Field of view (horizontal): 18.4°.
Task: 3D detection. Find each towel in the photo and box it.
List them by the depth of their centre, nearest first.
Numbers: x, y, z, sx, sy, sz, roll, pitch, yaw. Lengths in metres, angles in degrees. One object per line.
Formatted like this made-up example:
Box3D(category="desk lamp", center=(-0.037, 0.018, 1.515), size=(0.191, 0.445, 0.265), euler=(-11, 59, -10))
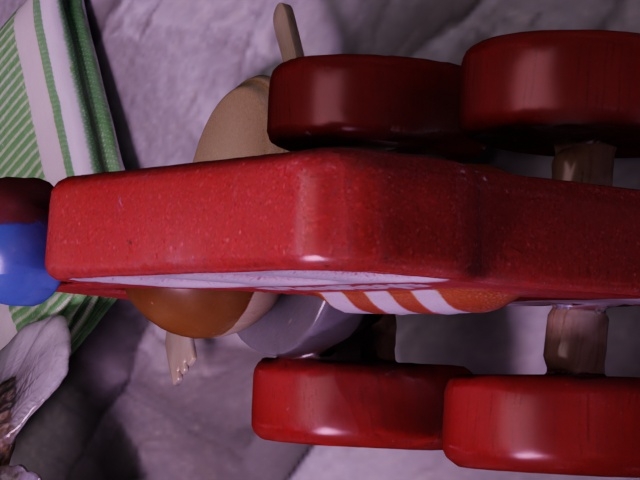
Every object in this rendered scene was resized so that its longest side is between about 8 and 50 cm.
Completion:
Box3D(category="towel", center=(-0.214, 0.009, 1.293), size=(0.325, 0.038, 0.248), euler=(-51, 45, 41))

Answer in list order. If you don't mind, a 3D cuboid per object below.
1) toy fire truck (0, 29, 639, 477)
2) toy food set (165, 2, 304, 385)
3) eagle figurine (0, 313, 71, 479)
Box3D(category="toy fire truck", center=(0.000, 0.000, 0.776), size=(0.302, 0.254, 0.169), euler=(-1, 84, 50))
Box3D(category="toy food set", center=(-0.033, -0.021, 1.039), size=(0.192, 0.038, 0.132), euler=(-54, 37, 44))
Box3D(category="eagle figurine", center=(-0.227, 0.197, 1.108), size=(0.226, 0.225, 0.298), euler=(-62, -43, -72))
